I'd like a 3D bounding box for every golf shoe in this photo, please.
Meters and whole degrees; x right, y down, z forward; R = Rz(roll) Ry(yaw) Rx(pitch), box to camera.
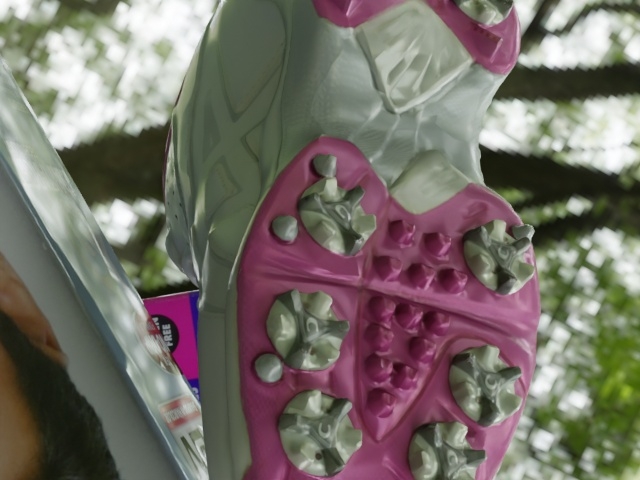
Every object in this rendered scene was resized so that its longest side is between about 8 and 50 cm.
[{"bbox_3d":[0.000,0.000,0.696,0.140,0.115,0.306,-41,-148,44],"label":"golf shoe"}]

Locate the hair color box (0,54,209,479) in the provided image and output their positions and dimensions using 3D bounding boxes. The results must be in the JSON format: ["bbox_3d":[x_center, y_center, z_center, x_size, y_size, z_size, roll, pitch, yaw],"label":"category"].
[{"bbox_3d":[-0.196,-0.010,0.706,0.185,0.374,0.113,-30,177,3],"label":"hair color box"}]

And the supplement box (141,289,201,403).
[{"bbox_3d":[-0.139,0.095,0.874,0.114,0.220,0.111,46,35,-83],"label":"supplement box"}]
